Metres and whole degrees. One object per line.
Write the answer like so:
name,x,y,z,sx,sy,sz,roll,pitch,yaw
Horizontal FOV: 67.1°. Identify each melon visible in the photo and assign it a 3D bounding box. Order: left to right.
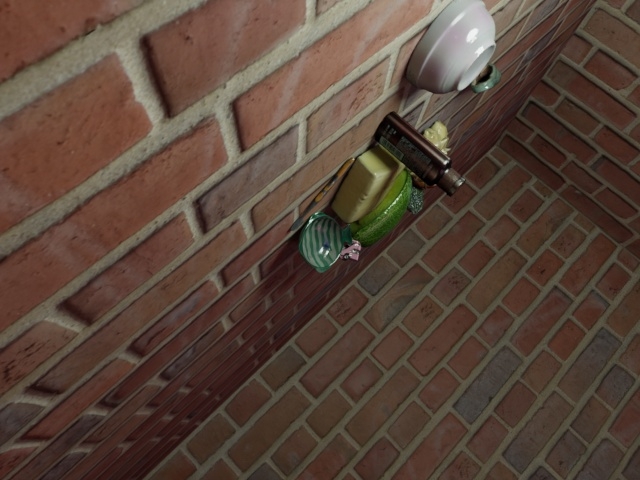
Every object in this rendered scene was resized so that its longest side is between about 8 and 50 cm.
melon,0.257,-0.147,2.018,0.344,0.226,0.331,-38,166,12

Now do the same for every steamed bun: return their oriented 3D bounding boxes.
steamed bun,0.471,-0.373,2.137,0.295,0.137,0.292,-51,169,11

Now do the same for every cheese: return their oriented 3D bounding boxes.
cheese,0.184,-0.214,1.757,0.242,0.124,0.265,-39,166,-41

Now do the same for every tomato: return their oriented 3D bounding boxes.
tomato,0.542,-0.340,2.429,0.167,0.167,0.167,-43,166,-13

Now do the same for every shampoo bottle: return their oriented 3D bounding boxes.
shampoo bottle,0.323,-0.273,1.559,0.084,0.323,0.129,-37,163,-35

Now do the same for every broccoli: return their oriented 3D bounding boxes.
broccoli,0.425,-0.185,2.550,0.198,0.177,0.275,-44,-179,-34

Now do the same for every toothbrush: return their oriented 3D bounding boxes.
toothbrush,0.005,-0.151,1.604,0.321,0.023,0.031,-49,173,16

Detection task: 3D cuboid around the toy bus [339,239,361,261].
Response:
toy bus,0.055,0.019,1.874,0.063,0.203,0.090,120,-11,-80

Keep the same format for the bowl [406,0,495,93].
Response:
bowl,0.395,-0.539,1.394,0.287,0.144,0.287,-43,167,-12

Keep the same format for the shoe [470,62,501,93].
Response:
shoe,0.678,-0.676,1.984,0.251,0.103,0.100,-50,130,-50

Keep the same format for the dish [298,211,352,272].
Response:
dish,0.000,0.000,1.788,0.246,0.223,0.078,-15,-166,-35
